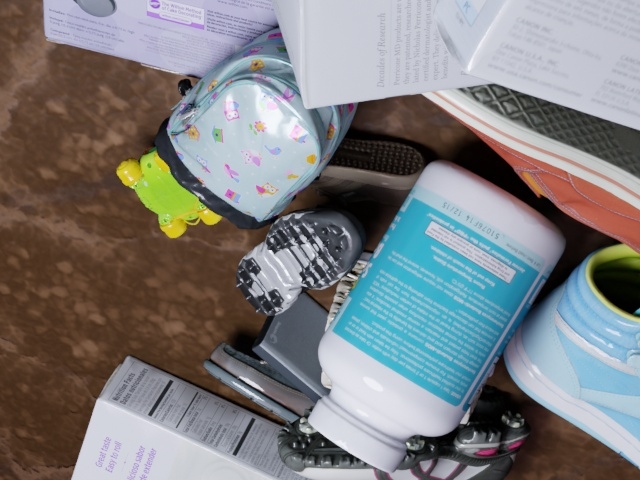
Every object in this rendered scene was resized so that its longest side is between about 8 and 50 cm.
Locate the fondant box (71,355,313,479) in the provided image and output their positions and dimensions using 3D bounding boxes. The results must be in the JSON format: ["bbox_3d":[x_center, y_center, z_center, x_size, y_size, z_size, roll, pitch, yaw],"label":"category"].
[{"bbox_3d":[-0.115,0.304,1.891,0.330,0.096,0.238,25,125,4],"label":"fondant box"}]

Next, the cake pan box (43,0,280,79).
[{"bbox_3d":[-0.111,-0.255,1.440,0.266,0.070,0.246,14,136,11],"label":"cake pan box"}]

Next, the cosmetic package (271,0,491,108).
[{"bbox_3d":[0.059,-0.214,1.299,0.183,0.151,0.151,-9,132,-7],"label":"cosmetic package"}]

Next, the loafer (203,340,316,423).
[{"bbox_3d":[0.009,0.166,1.771,0.267,0.084,0.096,30,177,-3],"label":"loafer"}]

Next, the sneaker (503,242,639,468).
[{"bbox_3d":[0.342,0.121,1.535,0.319,0.127,0.208,27,140,-2],"label":"sneaker"}]

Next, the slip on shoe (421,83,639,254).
[{"bbox_3d":[0.195,-0.085,1.433,0.331,0.123,0.101,29,139,-11],"label":"slip on shoe"}]

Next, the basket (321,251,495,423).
[{"bbox_3d":[0.087,0.097,1.645,0.167,0.103,0.113,15,133,12],"label":"basket"}]

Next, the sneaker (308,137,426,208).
[{"bbox_3d":[0.004,-0.064,1.564,0.188,0.066,0.071,15,139,12],"label":"sneaker"}]

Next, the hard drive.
[{"bbox_3d":[-0.001,0.117,1.706,0.135,0.094,0.022,41,134,-15],"label":"hard drive"}]

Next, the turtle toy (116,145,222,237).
[{"bbox_3d":[-0.125,-0.064,1.617,0.130,0.066,0.095,-19,121,34],"label":"turtle toy"}]

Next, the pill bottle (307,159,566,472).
[{"bbox_3d":[0.094,0.071,1.499,0.146,0.146,0.264,31,90,0],"label":"pill bottle"}]

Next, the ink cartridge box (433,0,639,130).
[{"bbox_3d":[0.304,-0.248,1.189,0.308,0.091,0.385,15,122,-28],"label":"ink cartridge box"}]

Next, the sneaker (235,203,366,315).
[{"bbox_3d":[0.000,0.000,1.574,0.078,0.106,0.234,54,155,0],"label":"sneaker"}]

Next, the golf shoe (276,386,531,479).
[{"bbox_3d":[0.081,0.223,1.664,0.272,0.105,0.120,0,119,-27],"label":"golf shoe"}]

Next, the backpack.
[{"bbox_3d":[-0.045,-0.096,1.434,0.152,0.115,0.182,37,134,-13],"label":"backpack"}]
